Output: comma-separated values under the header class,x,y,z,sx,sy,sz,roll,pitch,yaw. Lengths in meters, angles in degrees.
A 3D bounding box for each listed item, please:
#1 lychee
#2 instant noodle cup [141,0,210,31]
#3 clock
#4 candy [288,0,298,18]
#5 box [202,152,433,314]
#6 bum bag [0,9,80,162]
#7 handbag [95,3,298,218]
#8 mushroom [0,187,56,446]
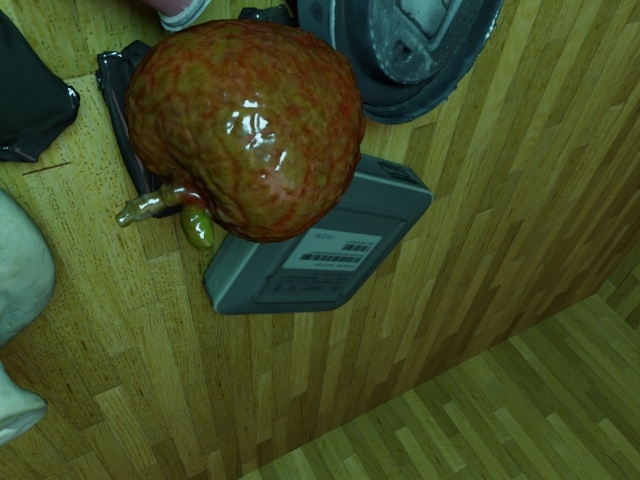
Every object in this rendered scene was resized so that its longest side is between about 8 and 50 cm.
class,x,y,z,sx,sy,sz,roll,pitch,yaw
lychee,-0.089,-0.113,0.569,0.300,0.255,0.255,-49,154,-30
instant noodle cup,-0.200,-0.334,0.418,0.255,0.244,0.244,13,124,-38
clock,0.129,-0.350,0.699,0.386,0.076,0.386,-30,137,-32
candy,-0.013,-0.332,0.682,0.059,0.086,0.292,-45,145,-3
box,0.001,0.001,1.071,0.396,0.111,0.396,5,130,-45
bum bag,-0.369,-0.208,0.542,0.142,0.079,0.326,-21,147,-7
handbag,-0.146,-0.179,0.737,0.285,0.113,0.257,-22,135,-16
mushroom,-0.466,0.066,0.639,0.356,0.315,0.315,32,113,-17
